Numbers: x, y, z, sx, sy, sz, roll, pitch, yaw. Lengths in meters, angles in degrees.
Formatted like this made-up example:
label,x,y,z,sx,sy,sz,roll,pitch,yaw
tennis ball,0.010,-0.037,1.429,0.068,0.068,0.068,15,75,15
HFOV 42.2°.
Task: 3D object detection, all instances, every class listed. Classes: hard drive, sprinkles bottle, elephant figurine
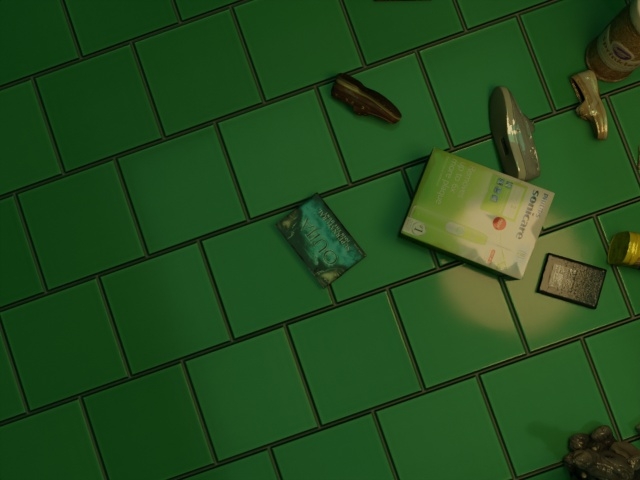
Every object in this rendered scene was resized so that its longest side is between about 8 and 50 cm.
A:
label,x,y,z,sx,sy,sz,roll,pitch,yaw
hard drive,0.568,0.092,1.872,0.135,0.022,0.094,17,86,4
sprinkles bottle,0.666,-0.435,1.741,0.121,0.355,0.121,0,85,2
elephant figurine,0.608,0.487,1.731,0.186,0.239,0.169,-15,85,1

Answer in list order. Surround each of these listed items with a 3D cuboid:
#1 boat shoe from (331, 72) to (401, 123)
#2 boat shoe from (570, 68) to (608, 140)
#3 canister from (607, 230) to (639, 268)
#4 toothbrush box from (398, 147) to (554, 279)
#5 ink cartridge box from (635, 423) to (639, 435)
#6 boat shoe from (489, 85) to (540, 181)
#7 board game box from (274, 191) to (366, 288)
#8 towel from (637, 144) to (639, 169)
label,x,y,z,sx,sy,sz,roll,pitch,yaw
boat shoe,0.104,-0.316,1.907,0.178,0.064,0.060,33,118,6
boat shoe,0.608,-0.303,1.884,0.059,0.063,0.170,-12,76,4
canister,0.737,0.036,1.819,0.170,0.126,0.073,14,86,1
toothbrush box,0.341,-0.056,1.843,0.283,0.122,0.206,22,87,2
ink cartridge box,0.773,0.418,1.825,0.122,0.052,0.088,-34,85,1
boat shoe,0.446,-0.242,1.883,0.081,0.079,0.227,-9,83,-20
board game box,0.000,0.000,1.899,0.126,0.026,0.186,-38,85,-1
towel,0.766,-0.185,1.892,0.083,0.009,0.060,9,85,3
